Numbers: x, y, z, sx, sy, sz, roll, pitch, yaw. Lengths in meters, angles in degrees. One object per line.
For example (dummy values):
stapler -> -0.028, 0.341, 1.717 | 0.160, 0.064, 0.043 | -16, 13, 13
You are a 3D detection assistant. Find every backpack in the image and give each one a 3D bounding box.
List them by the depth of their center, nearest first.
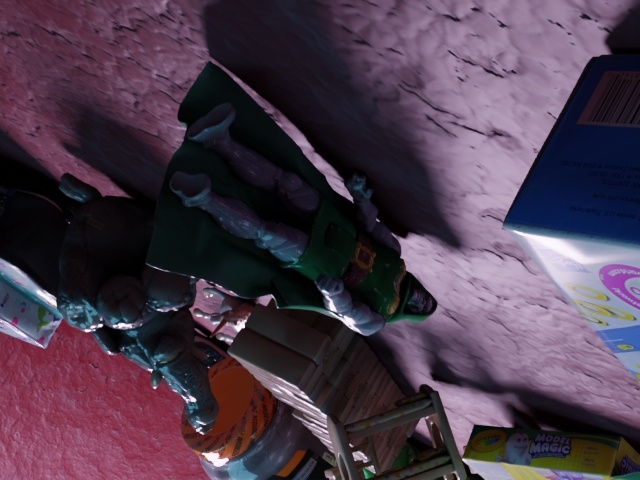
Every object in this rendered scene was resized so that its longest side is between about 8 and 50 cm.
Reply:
backpack -> -0.412, 0.009, 1.305 | 0.253, 0.191, 0.225 | 27, 165, 35

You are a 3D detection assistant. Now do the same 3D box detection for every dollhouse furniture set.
dollhouse furniture set -> 0.099, 0.209, 1.077 | 0.161, 0.182, 0.101 | 123, 130, -74

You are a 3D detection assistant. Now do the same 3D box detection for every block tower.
block tower -> 0.018, 0.166, 1.131 | 0.097, 0.091, 0.335 | 24, 163, 28

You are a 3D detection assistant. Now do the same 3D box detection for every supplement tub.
supplement tub -> -0.043, 0.307, 1.480 | 0.194, 0.193, 0.316 | 12, 155, 50

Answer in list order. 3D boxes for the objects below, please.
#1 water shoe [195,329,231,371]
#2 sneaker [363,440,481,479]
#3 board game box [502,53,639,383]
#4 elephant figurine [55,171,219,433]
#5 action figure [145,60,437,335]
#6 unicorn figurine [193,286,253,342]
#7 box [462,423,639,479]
water shoe -> -0.153, 0.204, 1.636 | 0.203, 0.073, 0.080 | 47, 180, -33
sneaker -> 0.162, 0.343, 1.423 | 0.295, 0.109, 0.123 | 38, 138, -11
board game box -> 0.270, 0.063, 0.361 | 0.308, 0.086, 0.302 | 12, 154, 50
elephant figurine -> -0.190, 0.073, 1.087 | 0.169, 0.186, 0.239 | 6, 150, 8
action figure -> 0.000, 0.000, 0.659 | 0.063, 0.137, 0.232 | -4, 152, 43
unicorn figurine -> -0.101, 0.096, 1.218 | 0.111, 0.060, 0.162 | 10, 169, 43
box -> 0.229, 0.210, 0.916 | 0.179, 0.043, 0.105 | -2, 144, 46
